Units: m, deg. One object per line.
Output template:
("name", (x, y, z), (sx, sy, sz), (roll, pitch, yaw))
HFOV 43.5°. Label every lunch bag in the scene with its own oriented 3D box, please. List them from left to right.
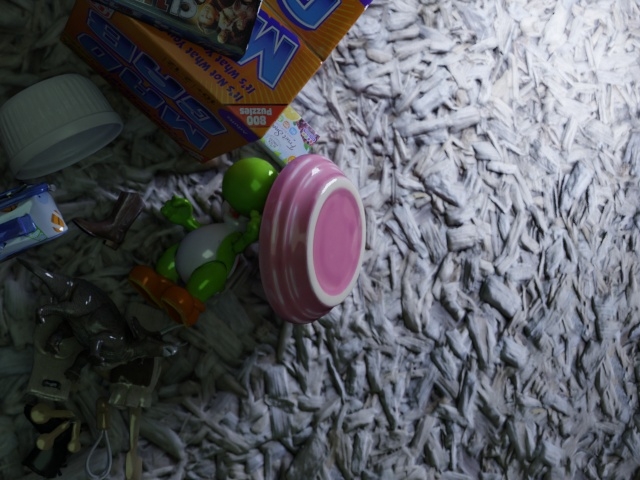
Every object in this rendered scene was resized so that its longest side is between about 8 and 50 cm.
("lunch bag", (-0.564, -0.004, 1.307), (0.303, 0.243, 0.115), (-27, 100, -22))

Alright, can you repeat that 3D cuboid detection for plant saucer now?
("plant saucer", (0.000, 0.000, 1.553), (0.332, 0.084, 0.332), (-16, 108, -60))

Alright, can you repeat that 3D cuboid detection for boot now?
("boot", (-0.498, 0.361, 1.436), (0.121, 0.045, 0.099), (36, 75, -22))
("boot", (-0.393, -0.054, 1.499), (0.106, 0.037, 0.114), (37, 77, -33))

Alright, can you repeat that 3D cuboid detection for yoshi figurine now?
("yoshi figurine", (-0.192, -0.026, 1.509), (0.203, 0.203, 0.362), (46, 68, -9))

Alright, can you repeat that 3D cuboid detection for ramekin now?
("ramekin", (-0.457, -0.201, 1.388), (0.207, 0.207, 0.109), (-29, 91, -22))

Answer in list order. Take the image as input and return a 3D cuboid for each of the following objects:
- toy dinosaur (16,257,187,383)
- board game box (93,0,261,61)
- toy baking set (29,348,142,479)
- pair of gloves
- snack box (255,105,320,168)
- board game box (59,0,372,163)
("toy dinosaur", (-0.405, 0.143, 1.406), (0.313, 0.121, 0.160), (38, 35, 0))
("board game box", (-0.206, -0.392, 1.200), (0.243, 0.042, 0.165), (18, 82, -22))
("toy baking set", (-0.410, 0.321, 1.462), (0.256, 0.030, 0.197), (38, 60, -20))
("pair of gloves", (-0.403, 0.202, 1.457), (0.240, 0.042, 0.204), (13, 60, -28))
("snack box", (-0.083, -0.224, 1.644), (0.141, 0.037, 0.100), (43, 74, -17))
("board game box", (-0.189, -0.401, 1.427), (0.356, 0.356, 0.356), (42, 73, -17))
